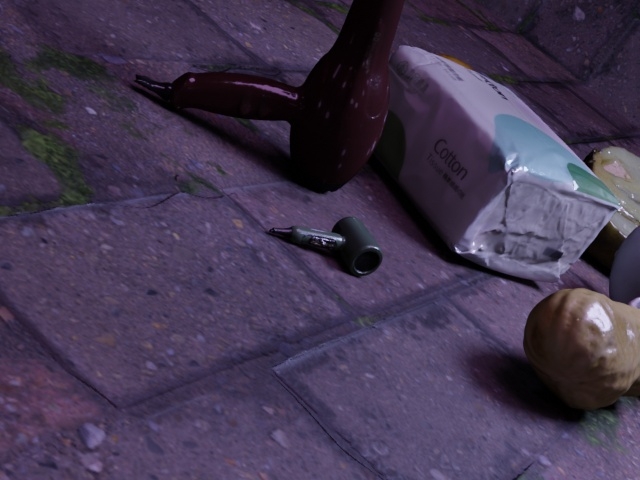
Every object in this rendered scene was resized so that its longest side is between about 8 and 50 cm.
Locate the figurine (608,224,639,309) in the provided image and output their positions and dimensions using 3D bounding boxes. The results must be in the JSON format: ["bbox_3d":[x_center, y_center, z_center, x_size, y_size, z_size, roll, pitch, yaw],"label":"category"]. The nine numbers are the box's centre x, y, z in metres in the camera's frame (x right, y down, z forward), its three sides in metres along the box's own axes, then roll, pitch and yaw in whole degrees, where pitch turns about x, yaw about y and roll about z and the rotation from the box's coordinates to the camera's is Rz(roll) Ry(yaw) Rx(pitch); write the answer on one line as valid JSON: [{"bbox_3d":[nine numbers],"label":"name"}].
[{"bbox_3d":[0.536,0.084,1.925,0.211,0.253,0.361,22,26,11],"label":"figurine"}]

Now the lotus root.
[{"bbox_3d":[0.539,-0.024,2.301,0.260,0.149,0.267,22,42,-23],"label":"lotus root"}]

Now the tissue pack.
[{"bbox_3d":[0.247,-0.118,1.964,0.266,0.194,0.356,15,28,-40],"label":"tissue pack"}]

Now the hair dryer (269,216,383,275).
[{"bbox_3d":[0.000,0.000,1.559,0.150,0.047,0.071,9,30,-31],"label":"hair dryer"}]

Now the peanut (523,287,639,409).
[{"bbox_3d":[0.354,0.145,1.647,0.147,0.147,0.319,48,16,29],"label":"peanut"}]

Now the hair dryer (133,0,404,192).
[{"bbox_3d":[-0.067,-0.226,1.663,0.340,0.313,0.123,7,28,-14],"label":"hair dryer"}]

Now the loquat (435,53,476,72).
[{"bbox_3d":[0.225,-0.266,2.332,0.163,0.137,0.163,15,30,-9],"label":"loquat"}]
